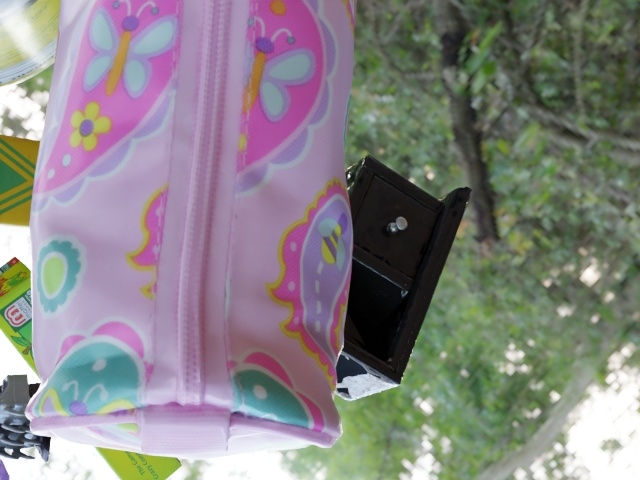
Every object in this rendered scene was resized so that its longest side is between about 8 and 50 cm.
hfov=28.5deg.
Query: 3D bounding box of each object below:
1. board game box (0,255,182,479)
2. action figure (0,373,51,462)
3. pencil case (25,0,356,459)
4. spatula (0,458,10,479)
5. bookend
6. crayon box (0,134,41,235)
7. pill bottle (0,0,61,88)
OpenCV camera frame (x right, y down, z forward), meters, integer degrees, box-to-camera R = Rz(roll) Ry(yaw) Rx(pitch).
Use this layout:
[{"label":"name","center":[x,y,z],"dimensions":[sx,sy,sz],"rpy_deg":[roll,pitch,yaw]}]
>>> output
[{"label":"board game box","center":[-0.180,0.101,0.931],"dimensions":[0.181,0.043,0.092],"rpy_deg":[56,166,-19]},{"label":"action figure","center":[-0.422,0.176,1.330],"dimensions":[0.285,0.185,0.099],"rpy_deg":[7,-141,-18]},{"label":"pencil case","center":[-0.044,-0.061,0.480],"dimensions":[0.124,0.284,0.124],"rpy_deg":[3,170,1]},{"label":"spatula","center":[-0.504,0.381,1.567],"dimensions":[0.030,0.296,0.084],"rpy_deg":[57,170,-30]},{"label":"bookend","center":[0.000,0.000,0.847],"dimensions":[0.156,0.157,0.072],"rpy_deg":[32,152,-16]},{"label":"crayon box","center":[-0.341,-0.052,1.136],"dimensions":[0.203,0.083,0.323],"rpy_deg":[1,176,39]},{"label":"pill bottle","center":[-0.248,-0.205,0.860],"dimensions":[0.188,0.188,0.334],"rpy_deg":[37,173,-6]}]
